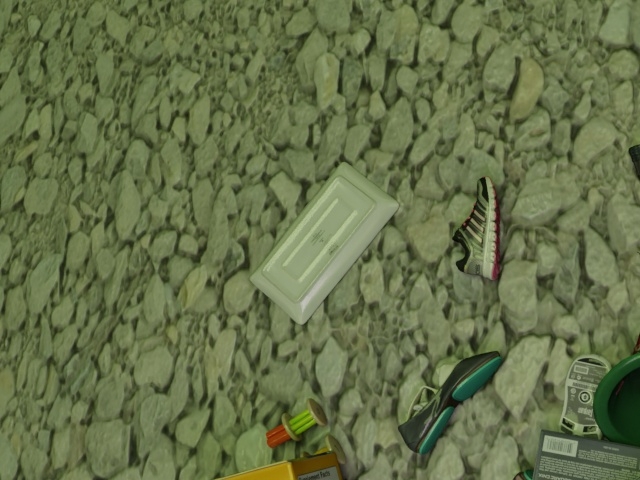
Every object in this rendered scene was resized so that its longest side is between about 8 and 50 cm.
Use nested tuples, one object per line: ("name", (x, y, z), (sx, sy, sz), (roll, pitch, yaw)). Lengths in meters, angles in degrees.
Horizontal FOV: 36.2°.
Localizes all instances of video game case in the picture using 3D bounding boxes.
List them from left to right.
("video game case", (0.371, 0.401, 1.309), (0.196, 0.026, 0.274), (8, 62, 19))

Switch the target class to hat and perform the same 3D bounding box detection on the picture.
("hat", (0.484, 0.175, 1.417), (0.173, 0.183, 0.208), (27, 119, -5))

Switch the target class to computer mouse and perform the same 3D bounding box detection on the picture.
("computer mouse", (0.387, 0.262, 1.428), (0.106, 0.042, 0.193), (12, 84, 31))

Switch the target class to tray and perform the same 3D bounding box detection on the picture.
("tray", (0.000, 0.000, 1.688), (0.145, 0.030, 0.270), (40, 92, 28))

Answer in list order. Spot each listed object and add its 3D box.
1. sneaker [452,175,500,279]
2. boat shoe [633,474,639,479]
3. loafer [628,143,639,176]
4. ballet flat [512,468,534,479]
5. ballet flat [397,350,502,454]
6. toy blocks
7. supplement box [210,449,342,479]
("sneaker", (0.247, -0.021, 1.566), (0.075, 0.063, 0.170), (-1, 78, 17))
("boat shoe", (0.350, 0.406, 1.224), (0.121, 0.119, 0.335), (31, 71, 28))
("loafer", (0.557, -0.136, 1.476), (0.170, 0.062, 0.061), (-17, 90, 22))
("ballet flat", (0.363, 0.406, 1.376), (0.222, 0.077, 0.079), (26, 103, 25))
("ballet flat", (0.191, 0.235, 1.507), (0.074, 0.074, 0.203), (41, 94, 29))
("toy blocks", (-0.048, 0.344, 1.585), (0.148, 0.054, 0.123), (-34, 64, 11))
("supplement box", (-0.051, 0.508, 1.424), (0.195, 0.194, 0.356), (-19, 76, 18))
